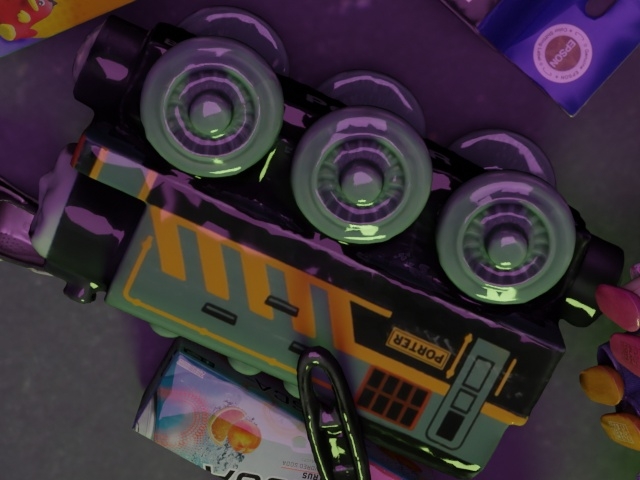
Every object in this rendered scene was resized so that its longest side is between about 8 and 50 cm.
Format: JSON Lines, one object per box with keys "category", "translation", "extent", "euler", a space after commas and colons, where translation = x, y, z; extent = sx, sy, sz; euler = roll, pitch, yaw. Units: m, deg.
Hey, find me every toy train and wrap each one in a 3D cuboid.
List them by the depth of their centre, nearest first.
{"category": "toy train", "translation": [0.000, 0.000, 0.950], "extent": [0.334, 0.142, 0.190], "euler": [24, 106, -7]}

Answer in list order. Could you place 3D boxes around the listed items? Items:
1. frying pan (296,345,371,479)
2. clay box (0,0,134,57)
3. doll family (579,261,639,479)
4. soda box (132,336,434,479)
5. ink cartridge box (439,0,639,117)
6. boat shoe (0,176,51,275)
{"category": "frying pan", "translation": [0.056, 0.209, 0.983], "extent": [0.197, 0.053, 0.326], "euler": [9, 128, -6]}
{"category": "clay box", "translation": [-0.117, -0.197, 0.918], "extent": [0.222, 0.053, 0.127], "euler": [-20, 108, 22]}
{"category": "doll family", "translation": [0.237, 0.089, 0.977], "extent": [0.163, 0.118, 0.263], "euler": [-24, 104, -25]}
{"category": "soda box", "translation": [-0.020, 0.126, 1.016], "extent": [0.183, 0.063, 0.058], "euler": [30, 100, -6]}
{"category": "ink cartridge box", "translation": [0.070, -0.250, 0.940], "extent": [0.371, 0.069, 0.176], "euler": [41, 99, -10]}
{"category": "boat shoe", "translation": [-0.195, -0.012, 0.998], "extent": [0.125, 0.038, 0.046], "euler": [26, 100, -6]}
